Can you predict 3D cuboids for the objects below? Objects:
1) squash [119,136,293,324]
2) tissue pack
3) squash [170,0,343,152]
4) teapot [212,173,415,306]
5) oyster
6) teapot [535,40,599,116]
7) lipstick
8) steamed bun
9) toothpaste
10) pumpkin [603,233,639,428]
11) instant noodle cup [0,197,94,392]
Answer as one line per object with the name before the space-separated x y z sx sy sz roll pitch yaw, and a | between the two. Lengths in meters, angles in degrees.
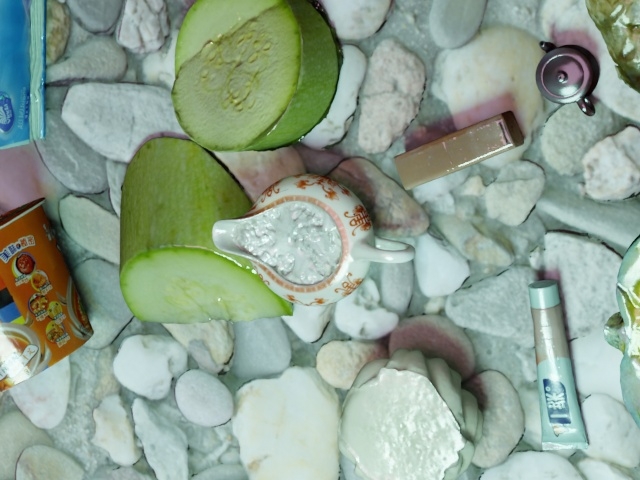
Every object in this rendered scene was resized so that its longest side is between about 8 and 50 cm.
squash | -0.157 -0.012 1.860 0.236 0.155 0.204 -6 136 24
tissue pack | -0.466 -0.263 1.873 0.198 0.146 0.264 10 105 22
squash | -0.094 -0.210 1.733 0.220 0.133 0.220 4 99 28
teapot | 0.000 0.000 1.741 0.245 0.116 0.159 1 89 27
oyster | 0.398 -0.186 1.489 0.294 0.094 0.166 27 149 24
teapot | 0.274 -0.180 1.611 0.068 0.045 0.100 -35 85 28
lipstick | 0.160 -0.104 1.680 0.145 0.045 0.045 -21 93 28
steamed bun | 0.112 0.219 1.740 0.182 0.106 0.183 5 103 20
toothpaste | 0.273 0.149 1.692 0.056 0.036 0.205 -3 104 26
pumpkin | 0.453 0.091 1.511 0.263 0.197 0.293 13 114 34
instant noodle cup | -0.427 0.084 1.890 0.250 0.250 0.192 -22 100 27
